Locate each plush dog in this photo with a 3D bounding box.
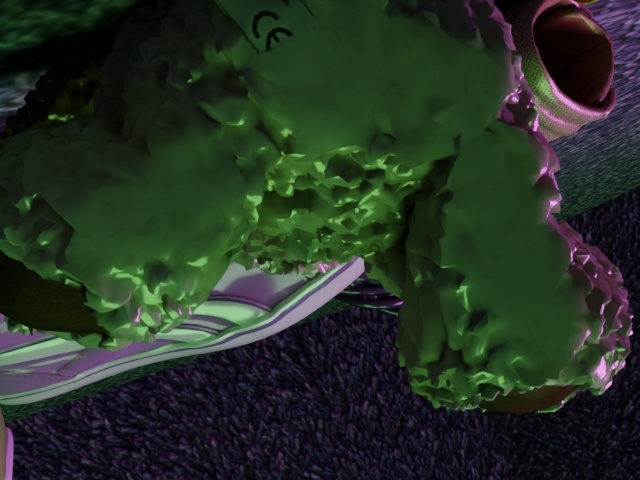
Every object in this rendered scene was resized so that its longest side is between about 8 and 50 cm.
[{"bbox_3d":[-0.012,-0.053,0.646,0.262,0.211,0.225,10,180,-17],"label":"plush dog"}]

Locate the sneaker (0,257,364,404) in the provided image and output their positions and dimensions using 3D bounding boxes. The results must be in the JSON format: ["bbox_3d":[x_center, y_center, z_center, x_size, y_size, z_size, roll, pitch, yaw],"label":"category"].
[{"bbox_3d":[-0.094,-0.003,0.814,0.282,0.102,0.161,-26,153,3],"label":"sneaker"}]

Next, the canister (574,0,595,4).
[{"bbox_3d":[0.179,-0.160,0.617,0.170,0.073,0.126,-21,175,-17],"label":"canister"}]

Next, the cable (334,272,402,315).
[{"bbox_3d":[0.000,0.000,1.105,0.184,0.047,0.150,14,-167,-32],"label":"cable"}]

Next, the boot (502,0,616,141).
[{"bbox_3d":[0.099,-0.080,1.018,0.203,0.095,0.262,-25,170,25],"label":"boot"}]

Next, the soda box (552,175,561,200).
[{"bbox_3d":[0.066,-0.034,1.319,0.286,0.091,0.098,-15,173,-42],"label":"soda box"}]

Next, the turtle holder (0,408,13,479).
[{"bbox_3d":[-0.351,0.175,1.068,0.243,0.227,0.320,-19,169,23],"label":"turtle holder"}]
